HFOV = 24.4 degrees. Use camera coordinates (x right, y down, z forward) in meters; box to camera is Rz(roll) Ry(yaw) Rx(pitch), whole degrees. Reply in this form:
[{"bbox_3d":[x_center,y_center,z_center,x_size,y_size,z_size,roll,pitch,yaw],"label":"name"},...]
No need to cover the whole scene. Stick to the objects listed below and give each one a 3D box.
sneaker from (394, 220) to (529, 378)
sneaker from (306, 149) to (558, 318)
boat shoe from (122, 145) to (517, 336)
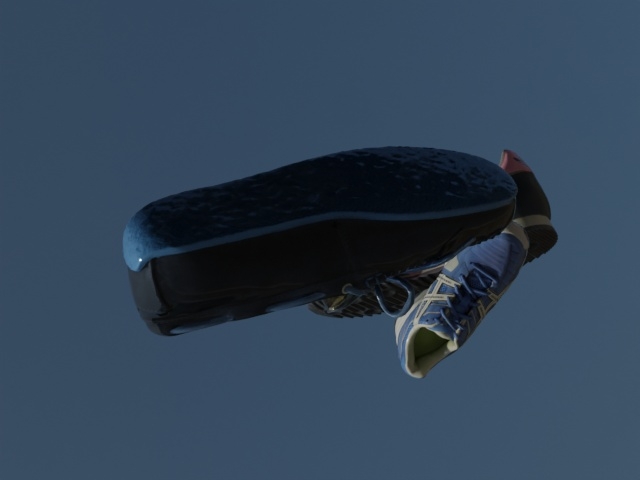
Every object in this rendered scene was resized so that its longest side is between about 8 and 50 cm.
[{"bbox_3d":[0.150,0.064,1.547,0.211,0.080,0.081,-56,13,33],"label":"sneaker"},{"bbox_3d":[0.123,-0.003,1.777,0.112,0.319,0.131,38,-143,-59],"label":"sneaker"},{"bbox_3d":[0.000,0.000,0.959,0.258,0.109,0.089,-7,-57,-12],"label":"boat shoe"}]
